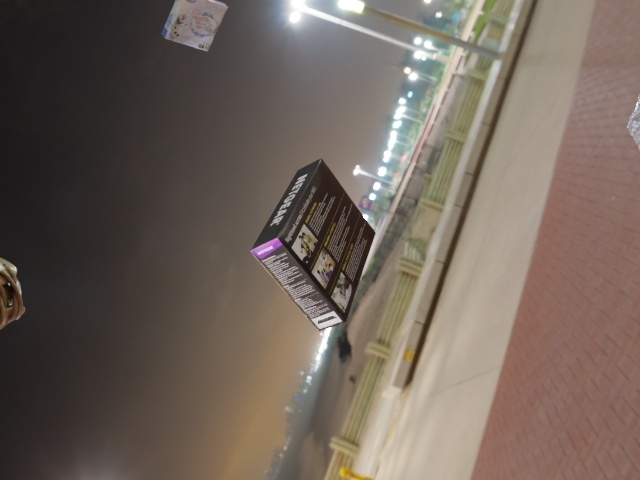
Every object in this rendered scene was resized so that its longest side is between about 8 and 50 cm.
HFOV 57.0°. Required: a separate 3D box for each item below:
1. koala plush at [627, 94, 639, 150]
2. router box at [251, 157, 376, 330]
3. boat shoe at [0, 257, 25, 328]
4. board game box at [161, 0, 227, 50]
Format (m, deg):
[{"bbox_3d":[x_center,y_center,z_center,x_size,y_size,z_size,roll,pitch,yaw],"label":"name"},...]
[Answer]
[{"bbox_3d":[0.495,-0.183,0.670,0.221,0.203,0.196,97,169,-60],"label":"koala plush"},{"bbox_3d":[0.000,0.000,0.721,0.046,0.133,0.179,-23,26,32],"label":"router box"},{"bbox_3d":[-0.385,0.052,0.629,0.324,0.120,0.122,14,106,55],"label":"boat shoe"},{"bbox_3d":[-0.222,-0.389,1.042,0.090,0.020,0.090,3,-48,-45],"label":"board game box"}]
